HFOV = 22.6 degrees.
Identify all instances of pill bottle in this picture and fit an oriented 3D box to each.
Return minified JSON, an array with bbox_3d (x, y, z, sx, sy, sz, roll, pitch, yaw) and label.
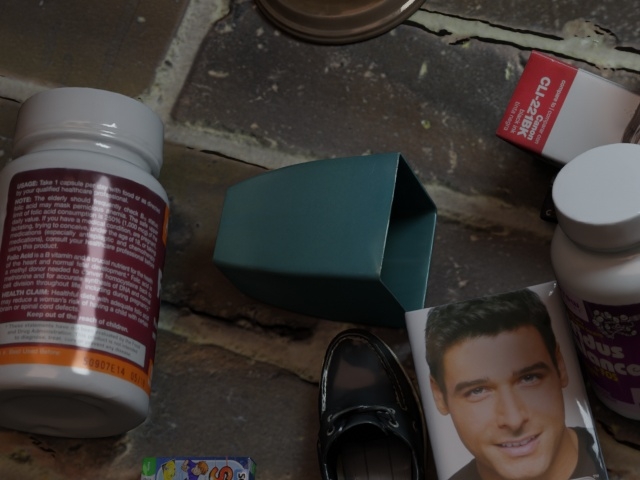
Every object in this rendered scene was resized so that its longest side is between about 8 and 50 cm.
[{"bbox_3d":[-0.303,0.027,1.971,0.224,0.224,0.392,-1,67,12],"label":"pill bottle"},{"bbox_3d":[0.345,0.045,1.752,0.169,0.301,0.169,-14,40,12],"label":"pill bottle"}]

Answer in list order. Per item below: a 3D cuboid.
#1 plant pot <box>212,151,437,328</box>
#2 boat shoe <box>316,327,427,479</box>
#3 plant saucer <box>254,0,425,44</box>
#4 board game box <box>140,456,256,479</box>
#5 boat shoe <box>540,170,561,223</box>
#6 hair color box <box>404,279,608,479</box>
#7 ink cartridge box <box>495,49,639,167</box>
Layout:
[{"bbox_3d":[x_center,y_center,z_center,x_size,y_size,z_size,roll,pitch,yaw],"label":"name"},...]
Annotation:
[{"bbox_3d":[0.000,0.000,1.954,0.234,0.165,0.166,1,67,22],"label":"plant pot"},{"bbox_3d":[0.057,0.246,1.853,0.127,0.113,0.340,-8,65,9],"label":"boat shoe"},{"bbox_3d":[0.030,-0.396,2.189,0.278,0.041,0.278,-5,64,11],"label":"plant saucer"},{"bbox_3d":[-0.151,0.357,1.893,0.136,0.035,0.201,-3,66,11],"label":"board game box"},{"bbox_3d":[0.366,-0.005,1.922,0.228,0.080,0.076,28,92,19],"label":"boat shoe"},{"bbox_3d":[0.222,0.250,1.813,0.185,0.113,0.374,-13,64,4],"label":"hair color box"},{"bbox_3d":[0.369,-0.109,1.886,0.273,0.197,0.114,25,94,21],"label":"ink cartridge box"}]
